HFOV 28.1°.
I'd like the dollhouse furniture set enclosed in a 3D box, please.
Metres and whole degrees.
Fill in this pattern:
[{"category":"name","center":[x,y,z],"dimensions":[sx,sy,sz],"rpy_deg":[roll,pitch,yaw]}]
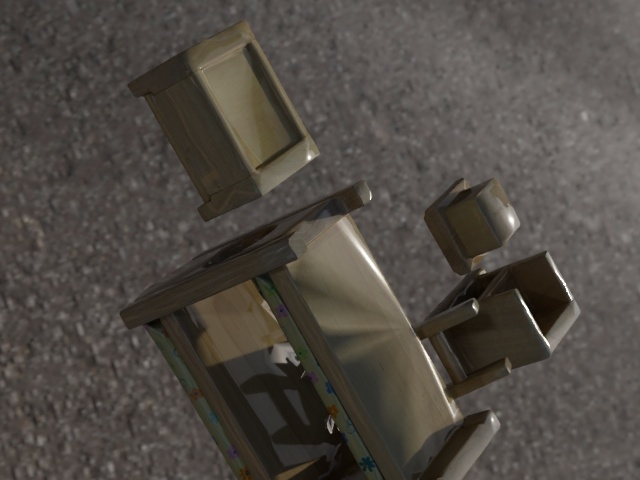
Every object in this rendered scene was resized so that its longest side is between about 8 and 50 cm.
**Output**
[{"category":"dollhouse furniture set","center":[0.000,0.000,0.525],"dimensions":[0.161,0.101,0.182],"rpy_deg":[-39,103,-51]}]
